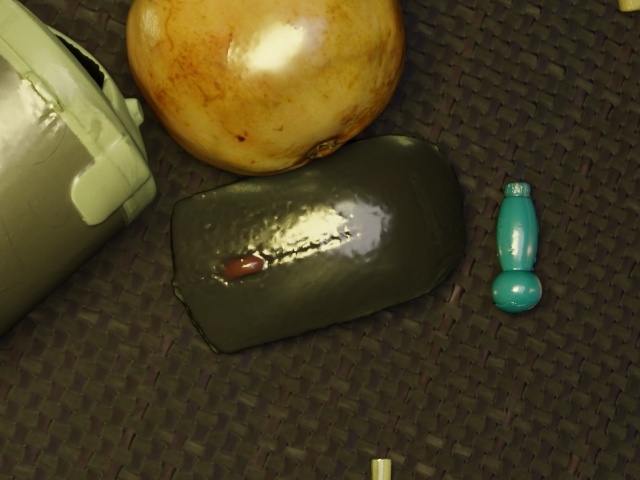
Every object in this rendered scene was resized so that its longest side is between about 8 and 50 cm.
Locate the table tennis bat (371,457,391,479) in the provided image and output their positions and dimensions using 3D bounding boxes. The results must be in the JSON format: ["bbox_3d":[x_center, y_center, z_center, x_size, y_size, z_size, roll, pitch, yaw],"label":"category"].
[{"bbox_3d":[0.058,0.288,1.812,0.087,0.013,0.156,2,86,-12],"label":"table tennis bat"}]

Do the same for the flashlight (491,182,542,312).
[{"bbox_3d":[0.192,0.007,1.847,0.051,0.051,0.129,2,83,-13],"label":"flashlight"}]

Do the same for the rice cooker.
[{"bbox_3d":[-0.304,-0.071,1.631,0.277,0.288,0.288,-44,96,-14],"label":"rice cooker"}]

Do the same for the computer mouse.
[{"bbox_3d":[0.002,0.000,1.784,0.295,0.087,0.168,-19,93,-11],"label":"computer mouse"}]

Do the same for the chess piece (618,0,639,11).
[{"bbox_3d":[0.330,-0.327,1.898,0.090,0.090,0.200,-14,100,-14],"label":"chess piece"}]

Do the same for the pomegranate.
[{"bbox_3d":[-0.061,-0.196,1.717,0.252,0.229,0.270,-36,78,12],"label":"pomegranate"}]
